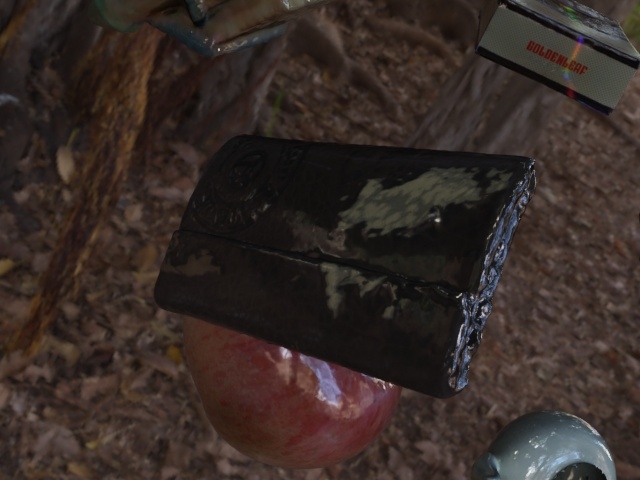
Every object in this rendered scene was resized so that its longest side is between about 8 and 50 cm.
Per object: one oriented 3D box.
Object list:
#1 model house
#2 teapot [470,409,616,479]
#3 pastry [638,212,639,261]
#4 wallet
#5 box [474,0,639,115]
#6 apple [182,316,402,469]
[{"bbox_3d":[-0.099,-0.338,1.065,0.312,0.280,0.245,-31,105,-45],"label":"model house"},{"bbox_3d":[0.308,0.325,1.278,0.294,0.193,0.129,16,3,-23],"label":"teapot"},{"bbox_3d":[0.425,-0.045,0.977,0.193,0.275,0.275,17,27,-39],"label":"pastry"},{"bbox_3d":[0.000,0.000,0.716,0.321,0.170,0.044,11,-19,46],"label":"wallet"},{"bbox_3d":[0.321,-0.284,1.332,0.198,0.084,0.310,25,24,-1],"label":"box"},{"bbox_3d":[-0.048,0.145,1.304,0.345,0.269,0.345,37,37,-35],"label":"apple"}]
